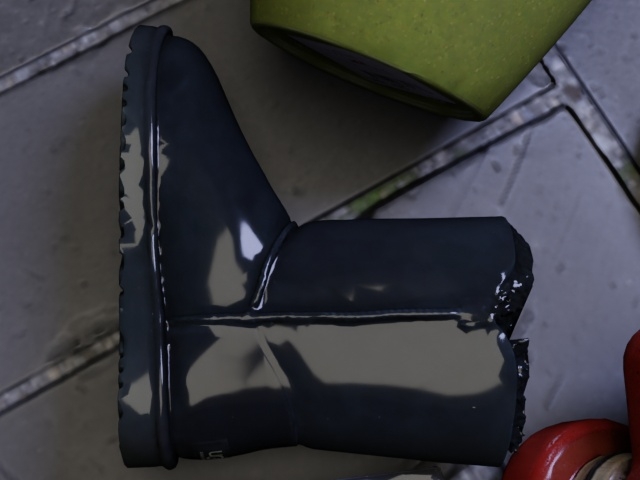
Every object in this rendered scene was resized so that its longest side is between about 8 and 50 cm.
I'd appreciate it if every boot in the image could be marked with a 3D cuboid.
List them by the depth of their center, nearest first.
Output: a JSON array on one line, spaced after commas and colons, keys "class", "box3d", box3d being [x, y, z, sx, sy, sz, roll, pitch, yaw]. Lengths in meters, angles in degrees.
[{"class": "boot", "box3d": [0.000, 0.000, 0.594, 0.207, 0.094, 0.246, -2, 69, -5]}]

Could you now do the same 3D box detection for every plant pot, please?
[{"class": "plant pot", "box3d": [0.081, -0.222, 0.593, 0.275, 0.275, 0.293, 21, 92, 3]}]

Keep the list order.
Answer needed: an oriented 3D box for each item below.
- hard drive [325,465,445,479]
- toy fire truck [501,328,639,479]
[{"class": "hard drive", "box3d": [0.000, 0.249, 0.553, 0.172, 0.054, 0.254, -6, 75, -4]}, {"class": "toy fire truck", "box3d": [0.240, 0.188, 0.541, 0.254, 0.169, 0.302, 4, 75, -26]}]
